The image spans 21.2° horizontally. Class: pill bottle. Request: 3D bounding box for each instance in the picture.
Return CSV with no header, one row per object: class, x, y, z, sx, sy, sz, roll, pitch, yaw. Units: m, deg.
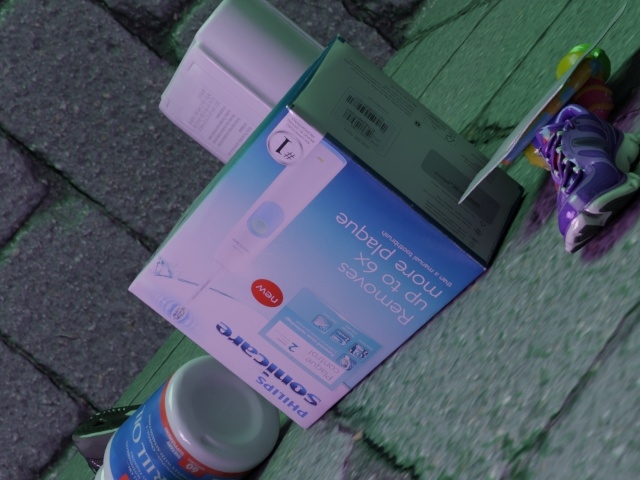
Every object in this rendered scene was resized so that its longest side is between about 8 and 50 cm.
pill bottle,-0.143,0.216,1.724,0.221,0.124,0.124,-46,8,46

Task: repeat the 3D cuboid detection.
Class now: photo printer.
photo printer,-0.013,-0.108,1.803,0.107,0.307,0.256,-52,3,-18

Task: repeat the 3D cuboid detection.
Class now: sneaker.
sneaker,0.177,-0.048,1.195,0.068,0.071,0.170,-49,7,22
sneaker,-0.165,0.248,1.935,0.227,0.130,0.087,-13,22,31

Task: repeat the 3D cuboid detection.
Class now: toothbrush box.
toothbrush box,0.000,0.000,1.520,0.295,0.216,0.126,-44,9,43

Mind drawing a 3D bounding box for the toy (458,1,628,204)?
toy,0.203,-0.105,1.413,0.137,0.056,0.237,-52,0,31
